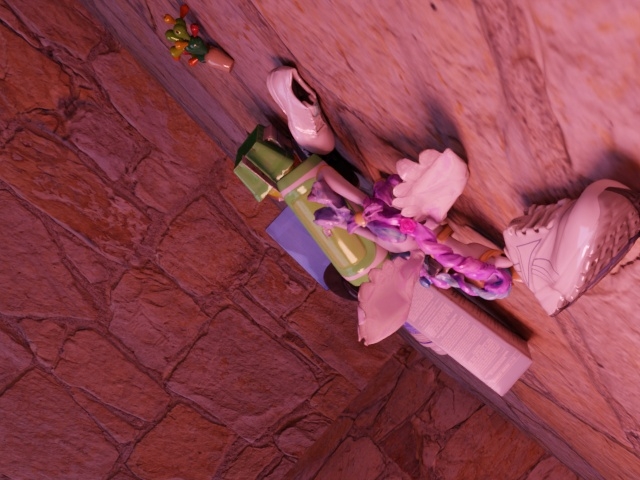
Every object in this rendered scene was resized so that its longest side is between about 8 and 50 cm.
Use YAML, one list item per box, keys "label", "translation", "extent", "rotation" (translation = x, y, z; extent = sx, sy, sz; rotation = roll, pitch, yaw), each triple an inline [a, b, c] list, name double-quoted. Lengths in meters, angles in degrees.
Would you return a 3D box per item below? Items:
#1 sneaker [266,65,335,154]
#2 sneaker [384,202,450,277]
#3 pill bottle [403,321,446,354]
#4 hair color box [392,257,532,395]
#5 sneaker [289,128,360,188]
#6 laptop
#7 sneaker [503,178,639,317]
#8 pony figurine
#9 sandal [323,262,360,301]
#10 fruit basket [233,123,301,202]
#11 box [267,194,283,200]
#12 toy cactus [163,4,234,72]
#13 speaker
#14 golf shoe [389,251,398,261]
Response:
- label: "sneaker"
  translation: [-0.025, -0.262, 0.900]
  extent: [0.094, 0.080, 0.212]
  rotation: [15, 151, 53]
- label: "sneaker"
  translation: [0.212, 0.009, 1.001]
  extent: [0.226, 0.086, 0.163]
  rotation: [37, -171, -29]
- label: "pill bottle"
  translation: [0.368, 0.273, 1.513]
  extent: [0.272, 0.152, 0.152]
  rotation: [46, 174, -21]
- label: "hair color box"
  translation: [0.322, 0.192, 1.083]
  extent: [0.374, 0.113, 0.185]
  rotation: [38, -166, 17]
- label: "sneaker"
  translation: [0.000, -0.200, 1.069]
  extent: [0.222, 0.083, 0.118]
  rotation: [42, 173, 31]
- label: "laptop"
  translation: [0.000, 0.000, 1.683]
  extent: [0.382, 0.236, 0.408]
  rotation: [44, 174, -4]
- label: "sneaker"
  translation: [0.286, 0.007, 0.535]
  extent: [0.129, 0.111, 0.297]
  rotation: [48, 175, 25]
- label: "pony figurine"
  translation: [0.145, -0.016, 0.746]
  extent: [0.351, 0.302, 0.363]
  rotation: [3, -156, -46]
- label: "sandal"
  translation: [0.188, 0.130, 1.355]
  extent: [0.446, 0.167, 0.107]
  rotation: [13, 172, 35]
- label: "fruit basket"
  translation: [-0.070, -0.180, 1.257]
  extent: [0.353, 0.165, 0.327]
  rotation: [30, -158, -20]
- label: "box"
  translation: [-0.137, -0.219, 1.539]
  extent: [0.170, 0.091, 0.130]
  rotation: [-152, 50, -66]
- label: "toy cactus"
  translation: [-0.306, -0.498, 1.120]
  extent: [0.180, 0.112, 0.219]
  rotation: [26, 173, -8]
- label: "speaker"
  translation: [0.033, -0.043, 0.977]
  extent: [0.296, 0.131, 0.131]
  rotation: [53, 172, -10]
- label: "golf shoe"
  translation: [0.164, 0.015, 1.192]
  extent: [0.115, 0.140, 0.306]
  rotation: [38, 173, 32]
